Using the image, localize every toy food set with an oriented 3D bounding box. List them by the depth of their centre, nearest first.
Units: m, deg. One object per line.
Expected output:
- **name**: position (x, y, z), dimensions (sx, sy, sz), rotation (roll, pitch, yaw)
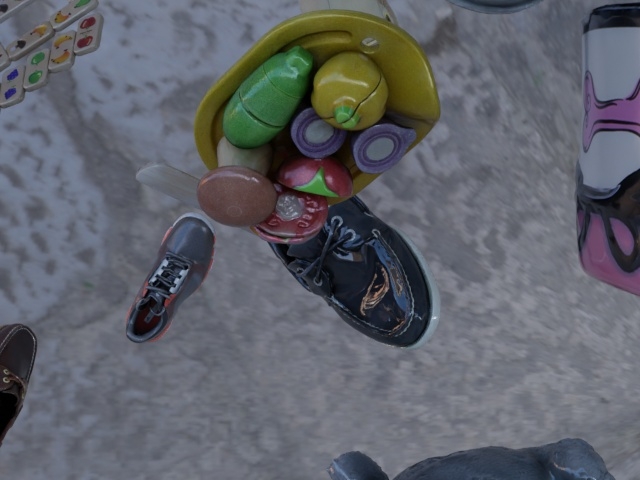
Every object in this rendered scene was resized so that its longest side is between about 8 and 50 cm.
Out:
- **toy food set**: position (-0.018, -0.049, 0.917), dimensions (0.218, 0.128, 0.071), rotation (-40, 29, 37)

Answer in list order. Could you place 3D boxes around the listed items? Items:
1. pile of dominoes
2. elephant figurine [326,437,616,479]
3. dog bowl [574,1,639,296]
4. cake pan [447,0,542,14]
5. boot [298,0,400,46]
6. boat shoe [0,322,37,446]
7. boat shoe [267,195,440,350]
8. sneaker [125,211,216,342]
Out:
- **pile of dominoes**: position (-0.359, -0.214, 1.584), dimensions (0.251, 0.040, 0.196), rotation (-34, 42, -2)
- **elephant figurine**: position (0.090, 0.192, 0.728), dimensions (0.186, 0.239, 0.169), rotation (-22, 93, 17)
- **dog bowl**: position (0.326, -0.006, 0.798), dimensions (0.408, 0.408, 0.150), rotation (17, 95, 17)
- **cake pan**: position (0.089, -0.274, 0.797), dimensions (0.054, 0.293, 0.293), rotation (-11, 79, 43)
- **boot**: position (0.022, -0.283, 1.586), dimensions (0.095, 0.262, 0.203), rotation (-8, 123, 12)
- **boat shoe**: position (-0.372, 0.183, 1.654), dimensions (0.073, 0.073, 0.207), rotation (-12, 47, 39)
- **boat shoe**: position (0.002, -0.004, 1.598), dimensions (0.127, 0.113, 0.340), rotation (-53, 50, 23)
- **sneaker**: position (-0.159, 0.046, 1.526), dimensions (0.061, 0.065, 0.158), rotation (26, 101, 0)
